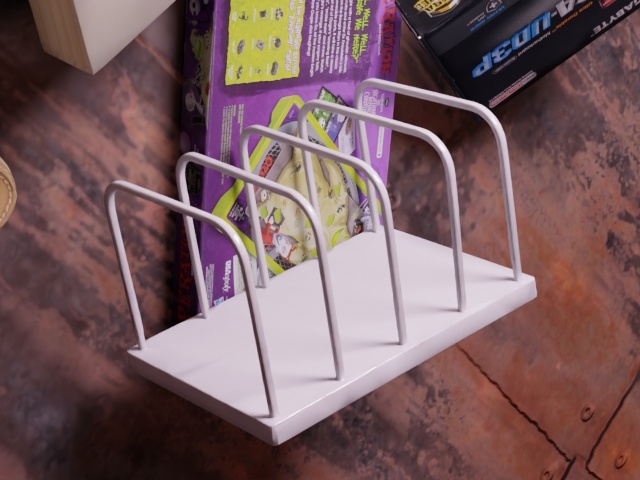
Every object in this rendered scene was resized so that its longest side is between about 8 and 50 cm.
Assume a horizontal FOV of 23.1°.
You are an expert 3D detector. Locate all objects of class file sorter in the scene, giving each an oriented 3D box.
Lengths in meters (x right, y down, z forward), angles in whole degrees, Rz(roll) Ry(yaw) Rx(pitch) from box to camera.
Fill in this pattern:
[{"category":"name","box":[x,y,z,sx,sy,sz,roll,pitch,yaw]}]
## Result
[{"category":"file sorter","box":[0.000,0.000,1.227,0.277,0.193,0.173,-26,120,-33]}]

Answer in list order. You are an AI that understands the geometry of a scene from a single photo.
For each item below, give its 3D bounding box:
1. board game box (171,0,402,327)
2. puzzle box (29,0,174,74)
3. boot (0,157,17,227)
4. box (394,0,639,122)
[{"category":"board game box","box":[-0.027,-0.082,1.332,0.208,0.056,0.347,-9,112,-36]},{"category":"puzzle box","box":[-0.070,-0.339,1.089,0.409,0.052,0.272,-48,150,-29]},{"category":"boot","box":[-0.273,-0.041,1.009,0.262,0.203,0.095,28,87,-43]},{"category":"box","box":[0.190,-0.217,1.368,0.220,0.051,0.175,-35,150,7]}]
